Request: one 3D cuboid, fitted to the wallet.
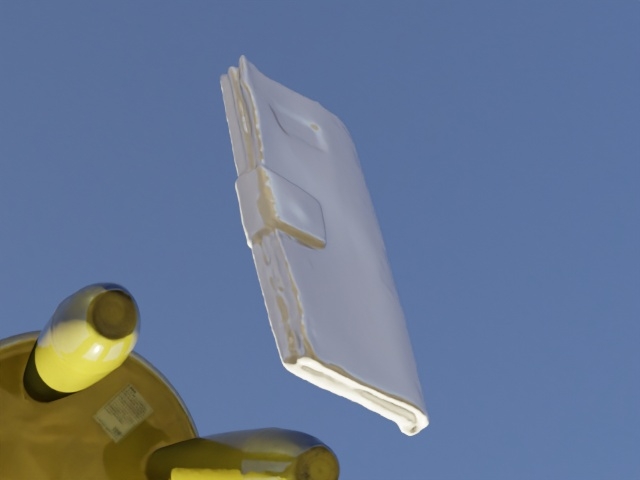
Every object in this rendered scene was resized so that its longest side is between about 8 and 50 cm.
[{"bbox_3d":[0.000,0.000,0.373,0.011,0.083,0.044,-34,-42,25],"label":"wallet"}]

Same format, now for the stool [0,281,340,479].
[{"bbox_3d":[-0.073,0.083,0.570,0.134,0.110,0.135,-8,-92,-22],"label":"stool"}]
